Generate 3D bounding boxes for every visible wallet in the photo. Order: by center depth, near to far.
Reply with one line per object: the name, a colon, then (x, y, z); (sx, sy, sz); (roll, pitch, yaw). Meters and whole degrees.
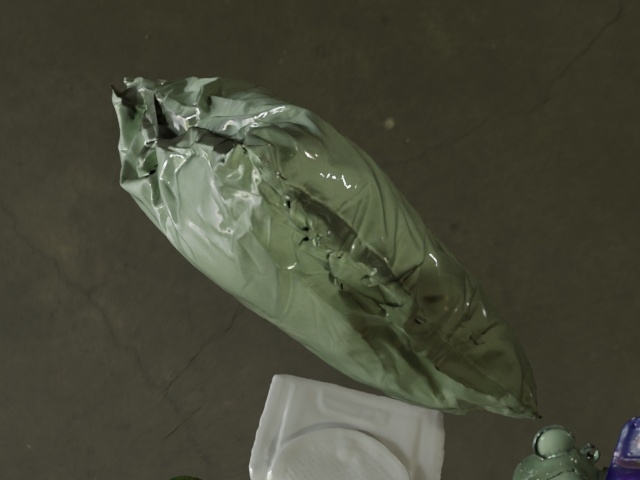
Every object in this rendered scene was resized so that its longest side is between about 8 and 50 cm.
wallet: (0.029, 0.199, 0.959); (0.183, 0.032, 0.124); (12, 57, 3)

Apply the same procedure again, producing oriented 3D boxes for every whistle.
whistle: (0.200, 0.290, 1.040); (0.114, 0.077, 0.236); (41, 105, -14)

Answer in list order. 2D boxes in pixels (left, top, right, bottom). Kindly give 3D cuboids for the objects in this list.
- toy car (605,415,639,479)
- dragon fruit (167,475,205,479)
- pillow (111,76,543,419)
toy car: (0.320, 0.235, 0.874); (0.172, 0.235, 0.158); (2, 77, 30)
dragon fruit: (-0.034, 0.199, 0.536); (0.135, 0.236, 0.137); (-30, 62, 24)
pillow: (0.000, 0.000, 0.704); (0.310, 0.283, 0.138); (41, 86, -34)
